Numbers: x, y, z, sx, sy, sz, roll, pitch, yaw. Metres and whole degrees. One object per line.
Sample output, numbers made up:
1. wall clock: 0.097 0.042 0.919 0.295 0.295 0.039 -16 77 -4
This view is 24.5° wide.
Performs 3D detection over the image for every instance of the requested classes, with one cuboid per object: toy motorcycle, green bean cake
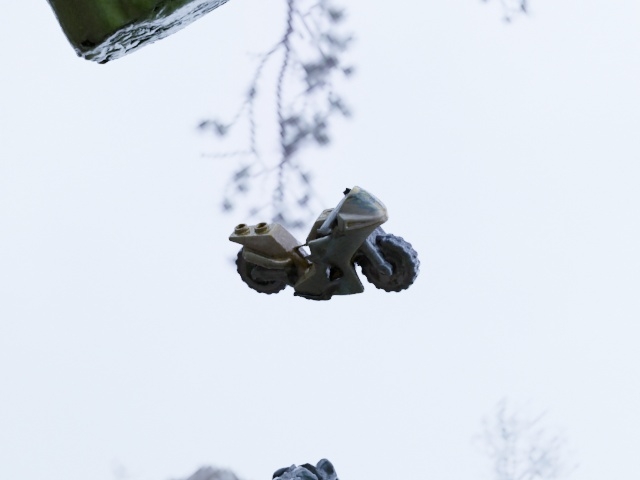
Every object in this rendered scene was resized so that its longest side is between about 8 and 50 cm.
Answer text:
1. toy motorcycle: 0.000 0.000 1.662 0.229 0.094 0.129 -2 -58 28
2. green bean cake: -0.150 -0.256 1.379 0.113 0.214 0.200 59 2 -3

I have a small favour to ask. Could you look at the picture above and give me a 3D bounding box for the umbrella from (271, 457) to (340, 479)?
1. umbrella: -0.117 0.299 1.355 0.349 0.143 0.094 -31 -79 36
